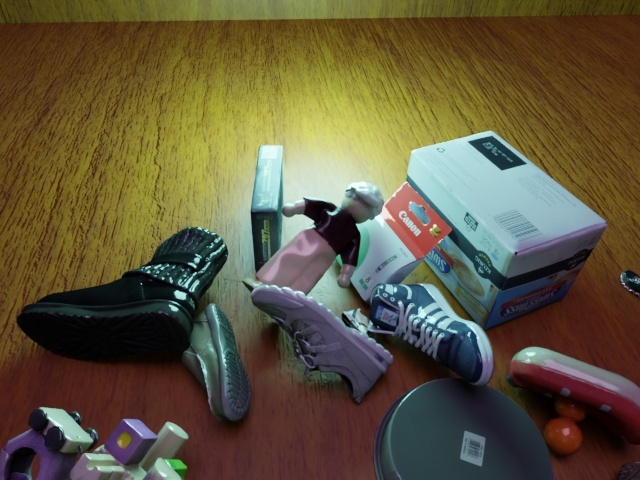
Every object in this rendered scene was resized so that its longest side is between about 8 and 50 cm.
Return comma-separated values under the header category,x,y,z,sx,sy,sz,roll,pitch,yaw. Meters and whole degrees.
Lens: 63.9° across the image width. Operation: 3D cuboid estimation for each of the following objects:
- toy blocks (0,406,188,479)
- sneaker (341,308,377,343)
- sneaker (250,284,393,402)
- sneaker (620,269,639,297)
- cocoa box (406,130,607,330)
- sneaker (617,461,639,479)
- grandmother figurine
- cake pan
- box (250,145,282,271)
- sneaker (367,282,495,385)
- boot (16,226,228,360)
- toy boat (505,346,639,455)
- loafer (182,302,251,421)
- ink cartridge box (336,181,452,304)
category,x,y,z,sx,sy,sz,roll,pitch,yaw
toy blocks,-0.236,0.392,0.598,0.288,0.309,0.260,32,79,24
sneaker,0.086,0.173,1.006,0.043,0.040,0.109,-18,48,-24
sneaker,-0.011,0.177,0.906,0.281,0.105,0.115,33,75,2
sneaker,0.697,0.099,1.097,0.047,0.057,0.119,-13,45,-13
cocoa box,0.357,-0.032,1.094,0.231,0.228,0.347,-16,47,-20
sneaker,0.487,0.391,0.796,0.188,0.066,0.071,-17,28,-22
grandmother figurine,0.000,0.000,1.042,0.342,0.208,0.104,-43,24,-17
cake pan,0.234,0.345,0.825,0.293,0.054,0.293,2,44,-2
box,-0.115,-0.073,1.148,0.059,0.183,0.233,1,45,-1
sneaker,0.182,0.162,0.929,0.153,0.099,0.282,6,21,-18
boot,-0.368,0.095,1.001,0.347,0.131,0.260,-1,38,8
toy boat,0.421,0.284,0.859,0.231,0.151,0.151,19,77,17
loafer,-0.192,0.224,0.920,0.087,0.094,0.251,-30,38,2
ink cartridge box,0.137,-0.003,1.083,0.056,0.225,0.181,24,24,-45
